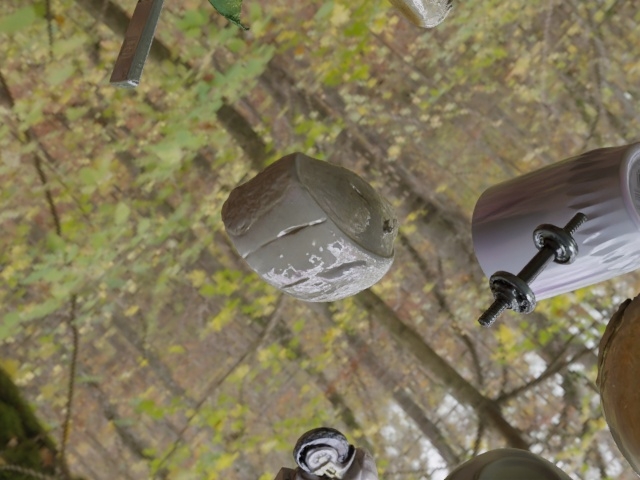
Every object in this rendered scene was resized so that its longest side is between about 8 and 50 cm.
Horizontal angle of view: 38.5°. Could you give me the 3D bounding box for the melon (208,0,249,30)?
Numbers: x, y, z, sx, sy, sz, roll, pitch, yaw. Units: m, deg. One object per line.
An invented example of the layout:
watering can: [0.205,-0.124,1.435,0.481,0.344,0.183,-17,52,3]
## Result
melon: [-0.187,-0.508,1.694,0.114,0.262,0.053,-19,-176,-21]

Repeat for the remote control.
remote control: [-0.409,-0.488,2.118,0.123,0.038,0.285,8,-101,57]

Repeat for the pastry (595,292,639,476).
pastry: [0.428,0.159,0.983,0.265,0.265,0.133,-48,146,8]

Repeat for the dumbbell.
dumbbell: [0.326,0.042,1.399,0.254,0.081,0.081,-43,175,-21]

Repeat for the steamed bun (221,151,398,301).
steamed bun: [0.003,0.004,1.812,0.247,0.236,0.383,-33,148,24]

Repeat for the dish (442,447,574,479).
dish: [0.276,0.391,1.291,0.256,0.256,0.117,-44,145,-45]

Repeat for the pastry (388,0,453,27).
pastry: [0.169,-0.466,1.694,0.088,0.166,0.166,-49,176,2]

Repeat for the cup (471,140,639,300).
cup: [0.488,-0.035,1.748,0.253,0.253,0.371,-45,-168,-35]

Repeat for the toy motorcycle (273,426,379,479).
toy motorcycle: [0.010,0.467,1.630,0.108,0.223,0.340,-108,-142,-54]
